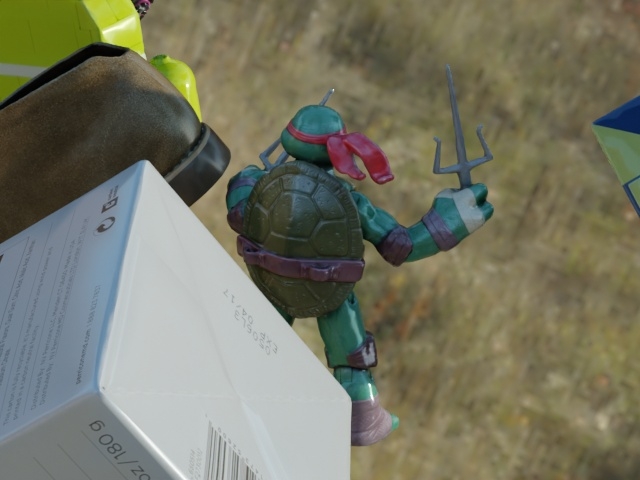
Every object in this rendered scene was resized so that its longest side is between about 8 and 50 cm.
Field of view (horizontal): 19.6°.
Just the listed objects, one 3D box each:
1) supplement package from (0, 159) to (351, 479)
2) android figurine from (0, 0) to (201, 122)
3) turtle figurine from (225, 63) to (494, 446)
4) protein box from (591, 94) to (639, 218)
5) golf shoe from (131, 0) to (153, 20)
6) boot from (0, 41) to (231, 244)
[{"bbox_3d":[-0.152,0.134,0.856,0.177,0.293,0.175,50,23,-27],"label":"supplement package"},{"bbox_3d":[-0.188,-0.093,1.288,0.248,0.273,0.056,7,26,35],"label":"android figurine"},{"bbox_3d":[0.000,0.000,1.105,0.175,0.234,0.118,19,22,32],"label":"turtle figurine"},{"bbox_3d":[0.303,-0.039,1.120,0.201,0.199,0.136,29,33,-62],"label":"protein box"},{"bbox_3d":[-0.207,-0.300,1.849,0.067,0.186,0.086,-19,44,-18],"label":"golf shoe"},{"bbox_3d":[-0.211,-0.011,1.159,0.115,0.305,0.112,51,12,-21],"label":"boot"}]
